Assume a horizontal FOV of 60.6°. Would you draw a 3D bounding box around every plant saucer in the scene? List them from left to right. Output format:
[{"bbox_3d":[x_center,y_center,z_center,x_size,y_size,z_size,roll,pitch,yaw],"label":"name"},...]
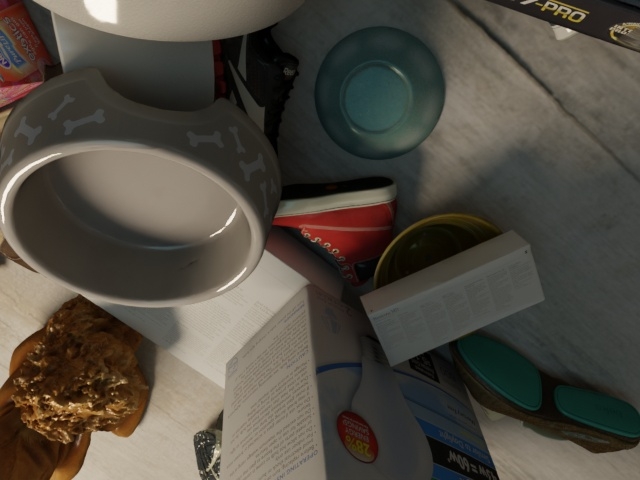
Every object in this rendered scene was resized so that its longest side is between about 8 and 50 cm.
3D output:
[{"bbox_3d":[0.083,-0.209,0.803,0.194,0.037,0.195,4,113,10],"label":"plant saucer"}]

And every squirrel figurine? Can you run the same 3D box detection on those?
[{"bbox_3d":[-0.467,0.286,0.930,0.281,0.370,0.397,35,114,-3],"label":"squirrel figurine"}]

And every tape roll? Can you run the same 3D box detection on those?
[{"bbox_3d":[-0.247,-0.262,0.708,0.169,0.246,0.246,-10,113,-20],"label":"tape roll"},{"bbox_3d":[-0.179,-0.379,0.610,0.391,0.392,0.072,26,146,0],"label":"tape roll"}]

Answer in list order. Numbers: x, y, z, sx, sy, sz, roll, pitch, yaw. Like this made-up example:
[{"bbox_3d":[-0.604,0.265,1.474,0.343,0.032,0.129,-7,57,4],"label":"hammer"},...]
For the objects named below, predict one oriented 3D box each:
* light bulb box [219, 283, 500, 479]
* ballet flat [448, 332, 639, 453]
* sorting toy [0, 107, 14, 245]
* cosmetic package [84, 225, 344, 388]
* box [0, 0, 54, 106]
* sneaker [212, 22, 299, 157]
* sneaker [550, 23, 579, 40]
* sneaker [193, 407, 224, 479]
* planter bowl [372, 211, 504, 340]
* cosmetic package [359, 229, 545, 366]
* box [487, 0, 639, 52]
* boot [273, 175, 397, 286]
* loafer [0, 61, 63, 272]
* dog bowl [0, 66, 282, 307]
[{"bbox_3d":[0.060,0.318,0.791,0.357,0.361,0.225,31,117,-26],"label":"light bulb box"},{"bbox_3d":[0.352,0.269,0.915,0.342,0.116,0.124,22,134,-2],"label":"ballet flat"},{"bbox_3d":[-0.606,-0.087,0.990,0.307,0.041,0.229,-15,108,17],"label":"sorting toy"},{"bbox_3d":[-0.192,0.064,0.916,0.377,0.097,0.284,37,118,-11],"label":"cosmetic package"},{"bbox_3d":[-0.597,-0.260,0.858,0.299,0.154,0.142,-16,108,18],"label":"box"},{"bbox_3d":[-0.091,-0.209,0.804,0.134,0.098,0.276,-5,109,16],"label":"sneaker"},{"bbox_3d":[0.352,-0.377,0.653,0.226,0.086,0.163,-33,103,21],"label":"sneaker"},{"bbox_3d":[-0.153,0.392,1.055,0.283,0.122,0.110,-47,55,42],"label":"sneaker"},{"bbox_3d":[0.177,0.043,0.843,0.217,0.090,0.217,-3,114,-7],"label":"planter bowl"},{"bbox_3d":[0.185,0.081,0.777,0.238,0.060,0.099,-24,117,2],"label":"cosmetic package"},{"bbox_3d":[0.300,-0.435,0.572,0.318,0.097,0.395,21,94,2],"label":"box"},{"bbox_3d":[0.000,0.000,0.857,0.244,0.088,0.176,-5,114,-5],"label":"boot"},{"bbox_3d":[-0.446,-0.109,0.866,0.130,0.134,0.366,10,107,-19],"label":"loafer"},{"bbox_3d":[-0.221,-0.038,0.682,0.348,0.102,0.349,-2,140,-2],"label":"dog bowl"}]
